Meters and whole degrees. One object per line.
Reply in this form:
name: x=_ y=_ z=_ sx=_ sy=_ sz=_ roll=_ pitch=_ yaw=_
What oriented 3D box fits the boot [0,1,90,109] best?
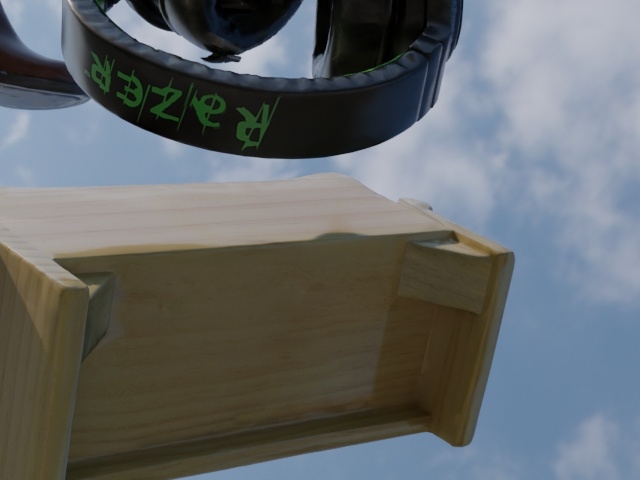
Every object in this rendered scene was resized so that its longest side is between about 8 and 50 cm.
boot: x=-0.337 y=-0.288 z=1.496 sx=0.264 sy=0.096 sz=0.280 roll=13 pitch=-103 yaw=-4

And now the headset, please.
headset: x=-0.014 y=-0.153 z=0.995 sx=0.243 sy=0.394 sz=0.185 roll=21 pitch=-52 yaw=15

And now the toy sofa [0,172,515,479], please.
toy sofa: x=-0.065 y=0.056 z=0.938 sx=0.177 sy=0.362 sz=0.150 roll=27 pitch=-66 yaw=45
